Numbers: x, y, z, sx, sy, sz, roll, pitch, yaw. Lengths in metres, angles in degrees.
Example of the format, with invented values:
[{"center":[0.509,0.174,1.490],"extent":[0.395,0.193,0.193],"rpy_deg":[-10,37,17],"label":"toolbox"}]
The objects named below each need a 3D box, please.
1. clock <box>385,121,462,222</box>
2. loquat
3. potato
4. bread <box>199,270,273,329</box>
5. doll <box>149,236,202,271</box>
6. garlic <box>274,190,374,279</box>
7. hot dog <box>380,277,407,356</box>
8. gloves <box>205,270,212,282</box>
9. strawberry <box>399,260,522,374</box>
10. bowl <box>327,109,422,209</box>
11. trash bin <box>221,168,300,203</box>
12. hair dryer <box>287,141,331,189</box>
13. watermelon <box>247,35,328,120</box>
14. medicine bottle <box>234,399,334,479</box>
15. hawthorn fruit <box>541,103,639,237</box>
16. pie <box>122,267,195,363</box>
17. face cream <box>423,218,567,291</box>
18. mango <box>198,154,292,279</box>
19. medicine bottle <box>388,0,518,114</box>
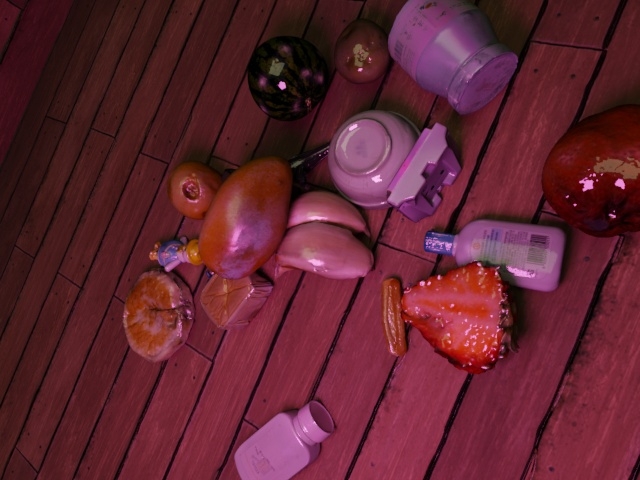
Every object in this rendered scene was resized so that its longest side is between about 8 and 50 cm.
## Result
[{"center":[0.290,-0.175,1.227],"extent":[0.083,0.186,0.253],"rpy_deg":[34,96,31],"label":"clock"},{"center":[-0.433,-0.175,1.584],"extent":[0.213,0.213,0.213],"rpy_deg":[-6,76,25],"label":"loquat"},{"center":[0.131,-0.594,1.424],"extent":[0.177,0.160,0.235],"rpy_deg":[1,68,2],"label":"potato"},{"center":[-0.276,0.173,1.478],"extent":[0.192,0.109,0.210],"rpy_deg":[39,97,34],"label":"bread"},{"center":[-0.499,0.045,1.627],"extent":[0.241,0.135,0.099],"rpy_deg":[-5,105,27],"label":"doll"},{"center":[0.000,0.000,1.341],"extent":[0.313,0.249,0.286],"rpy_deg":[-4,34,33],"label":"garlic"},{"center":[0.200,0.213,1.264],"extent":[0.066,0.047,0.216],"rpy_deg":[-3,75,-11],"label":"hot dog"},{"center":[-0.372,0.134,1.581],"extent":[0.064,0.026,0.086],"rpy_deg":[-19,71,24],"label":"gloves"},{"center":[0.362,0.206,1.134],"extent":[0.280,0.150,0.254],"rpy_deg":[-24,64,35],"label":"strawberry"},{"center":[0.151,-0.252,1.335],"extent":[0.307,0.163,0.307],"rpy_deg":[-5,80,26],"label":"bowl"},{"center":[-0.218,-0.088,1.458],"extent":[0.219,0.219,0.250],"rpy_deg":[20,95,30],"label":"trash bin"},{"center":[-0.036,-0.217,1.419],"extent":[0.195,0.075,0.219],"rpy_deg":[-28,33,12],"label":"hair dryer"},{"center":[-0.106,-0.529,1.474],"extent":[0.269,0.269,0.269],"rpy_deg":[-6,76,25],"label":"watermelon"},{"center":[-0.101,0.588,1.298],"extent":[0.296,0.111,0.161],"rpy_deg":[-45,65,13],"label":"medicine bottle"},{"center":[0.661,-0.152,0.999],"extent":[0.311,0.295,0.295],"rpy_deg":[-42,61,-14],"label":"hawthorn fruit"},{"center":[-0.589,0.267,1.635],"extent":[0.339,0.077,0.339],"rpy_deg":[-4,81,25],"label":"pie"},{"center":[0.437,0.026,1.167],"extent":[0.336,0.080,0.163],"rpy_deg":[9,84,28],"label":"face cream"},{"center":[-0.194,-0.066,1.250],"extent":[0.221,0.199,0.384],"rpy_deg":[31,86,-14],"label":"mango"},{"center":[0.363,-0.512,1.237],"extent":[0.245,0.245,0.290],"rpy_deg":[-41,67,13],"label":"medicine bottle"}]
